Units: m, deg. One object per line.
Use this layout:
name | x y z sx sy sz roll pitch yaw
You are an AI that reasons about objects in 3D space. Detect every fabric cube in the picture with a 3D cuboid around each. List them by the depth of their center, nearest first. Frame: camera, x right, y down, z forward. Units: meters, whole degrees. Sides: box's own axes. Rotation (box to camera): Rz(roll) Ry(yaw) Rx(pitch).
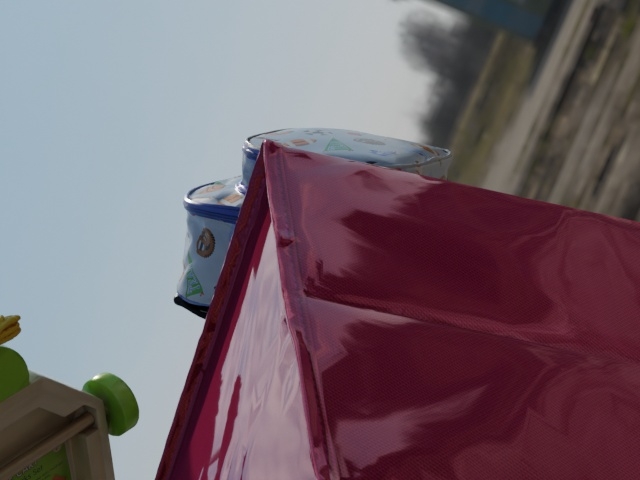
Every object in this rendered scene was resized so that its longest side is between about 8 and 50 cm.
fabric cube | 0.071 0.143 0.717 0.259 0.258 0.254 -100 25 -57

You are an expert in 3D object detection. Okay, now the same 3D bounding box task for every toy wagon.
toy wagon | -0.260 0.205 1.332 0.267 0.068 0.344 -33 -51 -41

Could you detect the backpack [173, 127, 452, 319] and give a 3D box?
backpack | 0.000 0.000 1.534 0.276 0.263 0.213 -8 -82 -70
